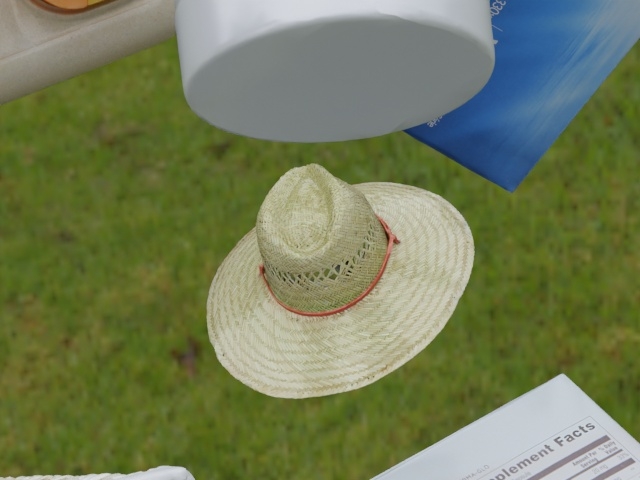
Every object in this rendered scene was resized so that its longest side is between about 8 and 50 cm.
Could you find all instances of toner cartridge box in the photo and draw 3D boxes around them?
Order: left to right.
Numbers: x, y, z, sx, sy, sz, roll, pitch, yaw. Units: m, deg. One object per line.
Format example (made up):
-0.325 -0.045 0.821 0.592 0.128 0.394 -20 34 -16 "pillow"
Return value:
0.136 -0.187 1.108 0.165 0.348 0.075 28 49 -5 "toner cartridge box"

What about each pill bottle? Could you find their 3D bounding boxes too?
-0.005 -0.146 0.594 0.119 0.119 0.208 -6 72 -2 "pill bottle"

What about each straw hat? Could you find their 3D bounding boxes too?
0.000 0.000 0.837 0.144 0.061 0.144 -14 40 12 "straw hat"

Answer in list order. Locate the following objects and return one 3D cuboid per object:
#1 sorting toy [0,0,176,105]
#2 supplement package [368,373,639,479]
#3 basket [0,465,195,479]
-0.184 -0.167 0.919 0.193 0.208 0.038 -23 23 -15 "sorting toy"
0.118 0.246 0.847 0.198 0.199 0.263 -25 49 -27 "supplement package"
-0.285 0.384 1.584 0.266 0.331 0.328 -4 5 41 "basket"
